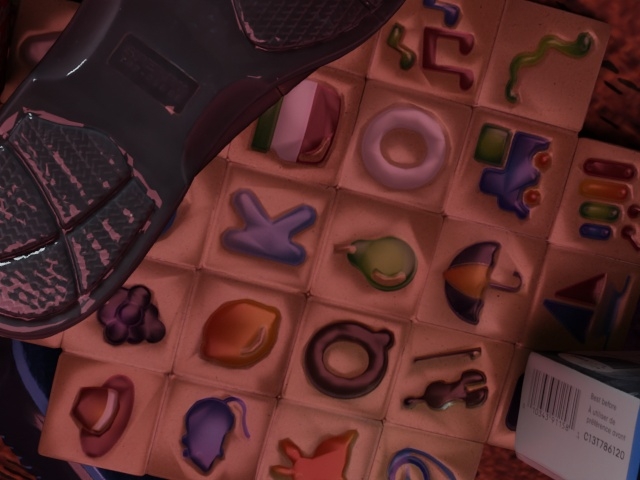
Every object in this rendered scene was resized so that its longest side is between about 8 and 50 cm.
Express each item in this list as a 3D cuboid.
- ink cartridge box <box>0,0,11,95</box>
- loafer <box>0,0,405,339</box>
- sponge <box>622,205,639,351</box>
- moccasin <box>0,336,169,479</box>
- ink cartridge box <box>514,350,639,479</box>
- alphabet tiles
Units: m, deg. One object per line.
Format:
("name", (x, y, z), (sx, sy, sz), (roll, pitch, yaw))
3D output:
("ink cartridge box", (-0.226, -0.199, 0.395), (0.226, 0.131, 0.306), (10, 112, -5))
("loafer", (-0.058, -0.091, 0.481), (0.109, 0.095, 0.302), (43, 84, -16))
("sponge", (0.169, 0.022, 0.620), (0.210, 0.031, 0.117), (-19, 121, 14))
("moccasin", (-0.107, 0.182, 0.674), (0.117, 0.138, 0.342), (-24, 119, 22))
("ink cartridge box", (0.281, 0.103, 0.553), (0.332, 0.165, 0.065), (4, 98, -29))
("alphabet tiles", (0.000, 0.000, 0.553), (0.342, 0.011, 0.285), (14, 99, -8))
